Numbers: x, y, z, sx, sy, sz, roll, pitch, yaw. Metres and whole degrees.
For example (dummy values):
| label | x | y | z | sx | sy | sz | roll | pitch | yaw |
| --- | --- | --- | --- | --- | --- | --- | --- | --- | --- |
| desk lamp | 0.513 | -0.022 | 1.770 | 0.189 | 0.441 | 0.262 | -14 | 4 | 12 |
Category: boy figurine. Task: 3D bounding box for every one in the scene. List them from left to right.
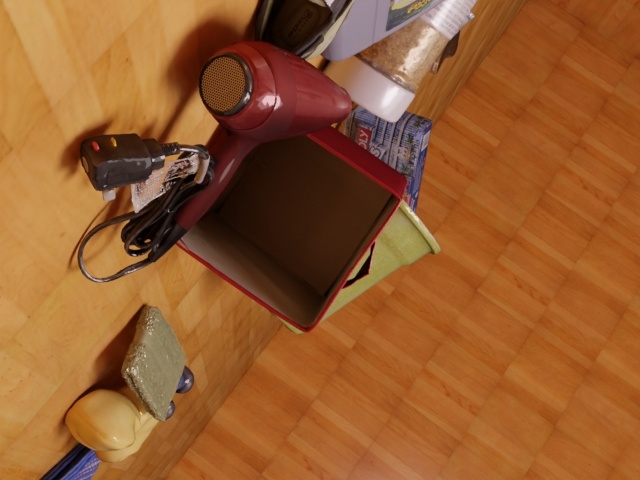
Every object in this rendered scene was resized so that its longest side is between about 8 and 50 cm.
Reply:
| label | x | y | z | sx | sy | sz | roll | pitch | yaw |
| --- | --- | --- | --- | --- | --- | --- | --- | --- | --- |
| boy figurine | -0.273 | 0.245 | 1.208 | 0.177 | 0.092 | 0.285 | -55 | 173 | 9 |

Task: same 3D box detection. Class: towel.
| label | x | y | z | sx | sy | sz | roll | pitch | yaw |
| --- | --- | --- | --- | --- | --- | --- | --- | --- | --- |
| towel | -0.434 | 0.443 | 1.314 | 0.336 | 0.040 | 0.243 | -58 | 172 | 31 |
| towel | -0.217 | 0.163 | 1.112 | 0.148 | 0.027 | 0.110 | 75 | 23 | -52 |

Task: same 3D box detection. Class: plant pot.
| label | x | y | z | sx | sy | sz | roll | pitch | yaw |
| --- | --- | --- | --- | --- | --- | --- | --- | --- | --- |
| plant pot | 0.000 | 0.000 | 1.321 | 0.254 | 0.276 | 0.276 | -42 | 174 | 1 |

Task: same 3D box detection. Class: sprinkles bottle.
| label | x | y | z | sx | sy | sz | roll | pitch | yaw |
| --- | --- | --- | --- | --- | --- | --- | --- | --- | --- |
| sprinkles bottle | 0.146 | -0.328 | 1.089 | 0.355 | 0.121 | 0.121 | -56 | 174 | 14 |

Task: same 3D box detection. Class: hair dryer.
| label | x | y | z | sx | sy | sz | roll | pitch | yaw |
| --- | --- | --- | --- | --- | --- | --- | --- | --- | --- |
| hair dryer | -0.091 | -0.087 | 0.752 | 0.293 | 0.080 | 0.223 | -28 | 166 | -24 |

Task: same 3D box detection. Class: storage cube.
| label | x | y | z | sx | sy | sz | roll | pitch | yaw |
| --- | --- | --- | --- | --- | --- | --- | --- | --- | --- |
| storage cube | -0.027 | -0.038 | 0.977 | 0.183 | 0.215 | 0.193 | -56 | 180 | 13 |

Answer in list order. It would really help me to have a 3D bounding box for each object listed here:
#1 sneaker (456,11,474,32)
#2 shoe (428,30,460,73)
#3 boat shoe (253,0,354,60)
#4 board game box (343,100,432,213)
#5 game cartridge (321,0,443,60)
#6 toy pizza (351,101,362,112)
| label | x | y | z | sx | sy | sz | roll | pitch | yaw |
| --- | --- | --- | --- | --- | --- | --- | --- | --- | --- |
| sneaker | 0.246 | -0.419 | 1.638 | 0.083 | 0.071 | 0.191 | -50 | 175 | 12 |
| shoe | 0.249 | -0.414 | 1.784 | 0.219 | 0.058 | 0.076 | -53 | 155 | -52 |
| boat shoe | 0.001 | -0.227 | 0.729 | 0.073 | 0.080 | 0.223 | -54 | -179 | -40 |
| board game box | 0.083 | -0.146 | 1.487 | 0.060 | 0.194 | 0.194 | -44 | 148 | -47 |
| game cartridge | 0.117 | -0.300 | 0.895 | 0.294 | 0.060 | 0.196 | -33 | 178 | -1 |
| toy pizza | 0.109 | -0.286 | 1.356 | 0.201 | 0.032 | 0.201 | -49 | -174 | 7 |
